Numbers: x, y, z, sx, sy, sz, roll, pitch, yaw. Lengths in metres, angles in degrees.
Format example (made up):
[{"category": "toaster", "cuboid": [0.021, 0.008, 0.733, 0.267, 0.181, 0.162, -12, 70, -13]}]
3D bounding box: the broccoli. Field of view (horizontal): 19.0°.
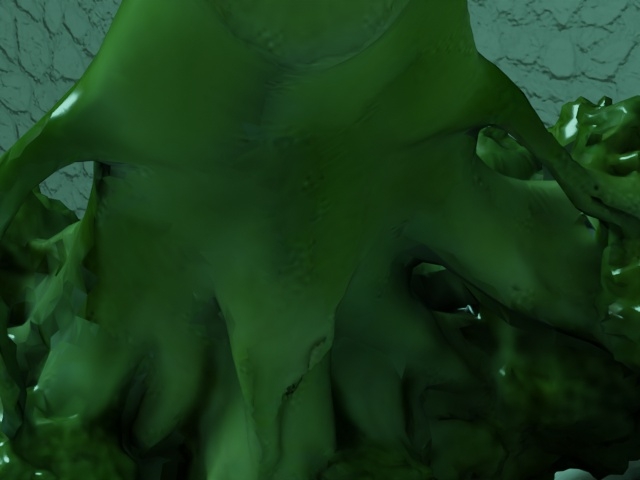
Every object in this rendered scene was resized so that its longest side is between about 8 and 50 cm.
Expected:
[{"category": "broccoli", "cuboid": [0.013, 0.028, 0.513, 0.254, 0.186, 0.302, 14, -26, -25]}]
